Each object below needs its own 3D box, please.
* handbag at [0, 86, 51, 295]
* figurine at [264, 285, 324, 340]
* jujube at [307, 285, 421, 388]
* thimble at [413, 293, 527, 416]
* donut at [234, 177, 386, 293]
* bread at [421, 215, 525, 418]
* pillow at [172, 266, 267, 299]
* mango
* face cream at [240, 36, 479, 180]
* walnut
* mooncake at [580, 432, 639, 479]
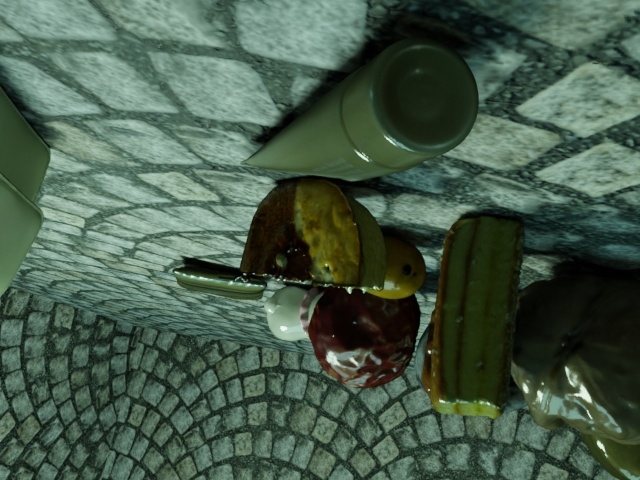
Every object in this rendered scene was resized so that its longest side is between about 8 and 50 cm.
[{"bbox_3d":[-0.421,-0.061,0.742,0.160,0.236,0.358,14,166,-3],"label":"handbag"},{"bbox_3d":[0.009,0.168,1.536,0.236,0.127,0.155,0,144,29],"label":"figurine"},{"bbox_3d":[0.083,0.162,1.263,0.213,0.213,0.232,8,173,13],"label":"jujube"},{"bbox_3d":[0.284,0.205,1.229,0.245,0.217,0.157,-31,162,-3],"label":"thimble"},{"bbox_3d":[0.001,0.000,0.857,0.085,0.141,0.217,12,178,-43],"label":"donut"},{"bbox_3d":[0.192,0.102,0.891,0.111,0.234,0.184,7,165,12],"label":"bread"},{"bbox_3d":[-0.229,0.098,1.595,0.208,0.052,0.212,10,168,-6],"label":"pillow"},{"bbox_3d":[0.076,0.034,1.020,0.163,0.089,0.111,14,169,25],"label":"mango"},{"bbox_3d":[0.024,-0.087,0.626,0.137,0.084,0.341,6,175,-16],"label":"face cream"},{"bbox_3d":[0.382,0.162,0.985,0.273,0.227,0.273,9,168,2],"label":"walnut"},{"bbox_3d":[0.615,0.309,1.259,0.284,0.284,0.155,7,165,18],"label":"mooncake"}]
